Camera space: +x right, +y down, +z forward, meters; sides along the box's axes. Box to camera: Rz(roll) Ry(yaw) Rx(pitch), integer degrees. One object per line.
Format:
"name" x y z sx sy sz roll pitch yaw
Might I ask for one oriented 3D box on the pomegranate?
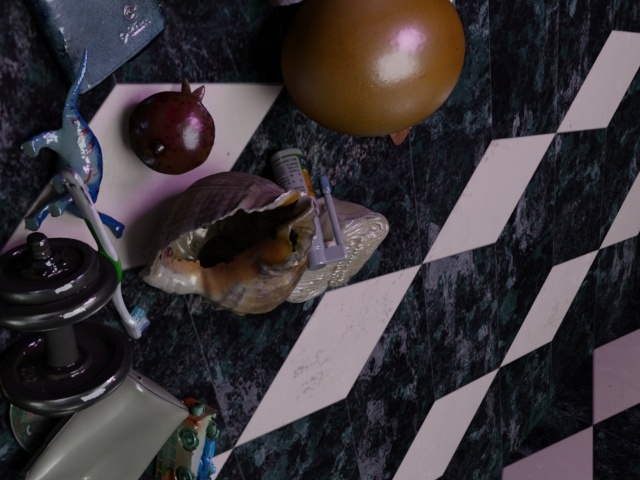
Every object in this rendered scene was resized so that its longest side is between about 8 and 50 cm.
"pomegranate" -0.208 -0.172 1.331 0.159 0.129 0.129 -45 139 -30

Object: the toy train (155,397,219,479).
"toy train" -0.240 0.370 1.605 0.072 0.099 0.188 -18 121 -51

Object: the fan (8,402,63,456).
"fan" -0.393 0.283 1.433 0.223 0.012 0.294 -34 133 -41

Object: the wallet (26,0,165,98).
"wallet" -0.321 -0.385 1.135 0.191 0.046 0.379 -46 140 -26

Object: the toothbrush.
"toothbrush" -0.314 0.034 1.302 0.040 0.042 0.418 -55 158 -26

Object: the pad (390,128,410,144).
"pad" 0.194 -0.361 1.798 0.250 0.055 0.323 -58 166 -13

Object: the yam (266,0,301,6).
"yam" -0.078 -0.442 1.401 0.079 0.079 0.141 -52 143 -21

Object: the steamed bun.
"steamed bun" -0.002 0.001 1.688 0.211 0.144 0.218 -19 152 -34

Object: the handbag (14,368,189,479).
"handbag" -0.359 0.358 1.422 0.315 0.109 0.241 -56 145 -11

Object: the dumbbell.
"dumbbell" -0.364 0.119 1.223 0.192 0.192 0.290 -32 132 -40

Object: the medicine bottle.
"medicine bottle" -0.019 -0.058 1.574 0.092 0.221 0.061 -14 164 -6

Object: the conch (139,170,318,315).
"conch" -0.143 -0.021 1.427 0.297 0.210 0.352 -5 146 -31

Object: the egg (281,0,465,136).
"egg" 0.089 -0.318 1.508 0.351 0.282 0.283 -29 129 -38

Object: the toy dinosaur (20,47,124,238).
"toy dinosaur" -0.345 -0.091 1.233 0.144 0.076 0.329 -45 147 -38
